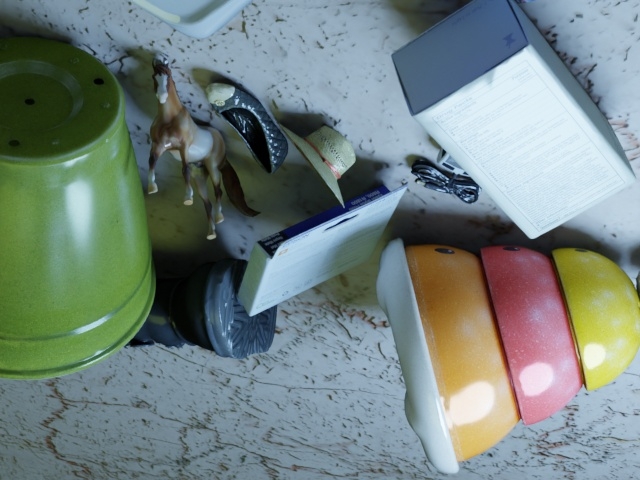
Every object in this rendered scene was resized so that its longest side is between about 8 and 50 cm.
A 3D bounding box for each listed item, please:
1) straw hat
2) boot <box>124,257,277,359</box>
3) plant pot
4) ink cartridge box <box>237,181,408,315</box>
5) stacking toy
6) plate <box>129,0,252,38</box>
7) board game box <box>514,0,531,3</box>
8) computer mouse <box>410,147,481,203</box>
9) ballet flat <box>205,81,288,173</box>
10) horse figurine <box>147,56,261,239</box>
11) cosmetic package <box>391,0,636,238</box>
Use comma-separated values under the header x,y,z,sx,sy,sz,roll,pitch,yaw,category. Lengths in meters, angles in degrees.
x,y,z,sx,sy,sz,roll,pitch,yaw,category
0.011,-0.118,1.893,0.061,0.144,0.144,-38,138,-1,straw hat
-0.319,0.095,2.192,0.445,0.146,0.367,7,168,10,boot
-0.390,-0.066,1.874,0.367,0.366,0.353,11,137,-2,plant pot
0.000,0.000,1.988,0.223,0.045,0.224,-25,160,-26,ink cartridge box
0.340,0.120,2.042,0.480,0.350,0.350,-14,145,3,stacking toy
-0.163,-0.315,1.442,0.278,0.045,0.277,28,147,-26,plate
0.240,-0.306,1.576,0.090,0.020,0.090,-9,143,28,board game box
0.194,-0.114,1.879,0.106,0.042,0.193,20,153,-8,computer mouse
-0.096,-0.153,1.887,0.057,0.049,0.173,-7,145,34,ballet flat
-0.170,-0.110,1.902,0.066,0.174,0.263,-14,155,21,horse figurine
0.235,-0.144,1.687,0.160,0.113,0.309,-30,138,17,cosmetic package
